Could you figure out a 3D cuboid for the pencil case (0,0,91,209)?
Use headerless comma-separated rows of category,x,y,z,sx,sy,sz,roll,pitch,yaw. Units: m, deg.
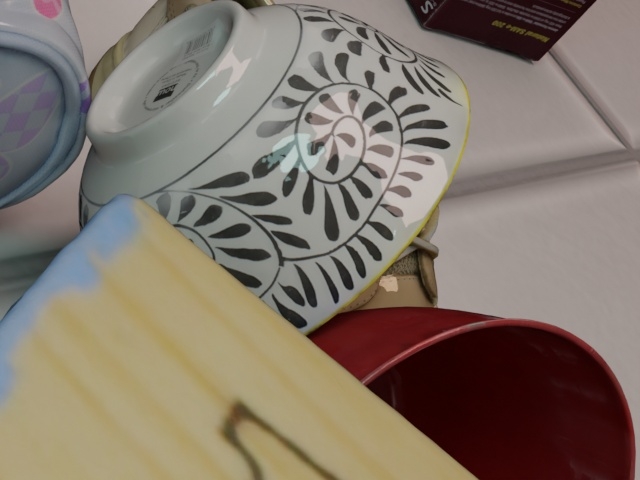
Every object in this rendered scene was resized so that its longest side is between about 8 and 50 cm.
pencil case,-0.183,-0.133,0.615,0.124,0.113,0.273,-12,56,-16

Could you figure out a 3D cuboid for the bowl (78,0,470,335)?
bowl,-0.035,-0.037,0.559,0.080,0.170,0.170,49,26,-30

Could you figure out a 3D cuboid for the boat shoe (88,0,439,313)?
boat shoe,0.000,0.000,0.676,0.109,0.098,0.302,-4,55,-50

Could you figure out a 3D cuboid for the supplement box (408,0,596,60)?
supplement box,0.172,-0.239,1.016,0.130,0.239,0.073,9,44,-43

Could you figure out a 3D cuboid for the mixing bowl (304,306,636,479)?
mixing bowl,0.017,0.095,0.549,0.181,0.181,0.098,13,11,-40

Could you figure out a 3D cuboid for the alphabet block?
alphabet block,-0.053,0.143,0.367,0.197,0.192,0.193,39,34,-5
